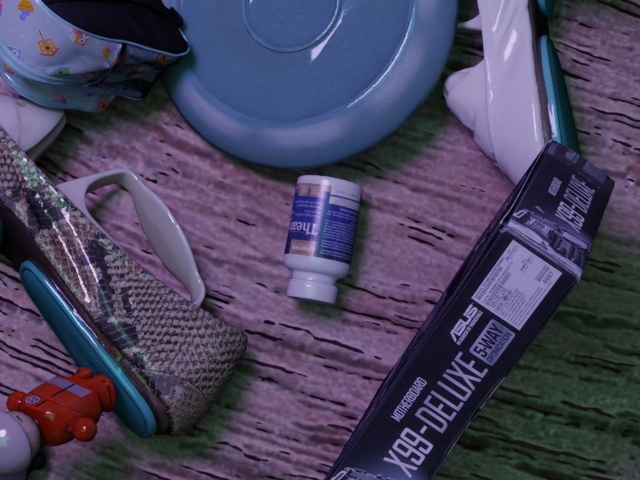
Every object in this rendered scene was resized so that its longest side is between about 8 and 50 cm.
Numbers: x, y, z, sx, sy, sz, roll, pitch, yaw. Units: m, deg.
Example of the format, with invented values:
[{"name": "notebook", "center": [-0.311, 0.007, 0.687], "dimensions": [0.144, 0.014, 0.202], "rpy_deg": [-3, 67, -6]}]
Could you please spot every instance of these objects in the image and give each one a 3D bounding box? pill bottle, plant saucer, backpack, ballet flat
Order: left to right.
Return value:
[{"name": "ballet flat", "center": [-0.262, -0.023, 1.337], "dimensions": [0.483, 0.164, 0.182], "rpy_deg": [44, 65, -1]}, {"name": "backpack", "center": [-0.244, -0.214, 1.312], "dimensions": [0.144, 0.188, 0.166], "rpy_deg": [-37, 67, 23]}, {"name": "plant saucer", "center": [-0.024, -0.229, 1.353], "dimensions": [0.318, 0.044, 0.317], "rpy_deg": [-3, 80, 15]}, {"name": "pill bottle", "center": [0.000, 0.000, 1.356], "dimensions": [0.067, 0.067, 0.120], "rpy_deg": [9, 84, 2]}, {"name": "ballet flat", "center": [0.177, -0.196, 1.358], "dimensions": [0.139, 0.139, 0.400], "rpy_deg": [-5, 80, 0]}]

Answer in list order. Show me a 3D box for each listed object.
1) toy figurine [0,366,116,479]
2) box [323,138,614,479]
[{"name": "toy figurine", "center": [-0.248, 0.245, 1.253], "dimensions": [0.209, 0.148, 0.213], "rpy_deg": [-36, 86, 41]}, {"name": "box", "center": [0.130, 0.081, 1.199], "dimensions": [0.076, 0.242, 0.307], "rpy_deg": [34, 117, 4]}]
